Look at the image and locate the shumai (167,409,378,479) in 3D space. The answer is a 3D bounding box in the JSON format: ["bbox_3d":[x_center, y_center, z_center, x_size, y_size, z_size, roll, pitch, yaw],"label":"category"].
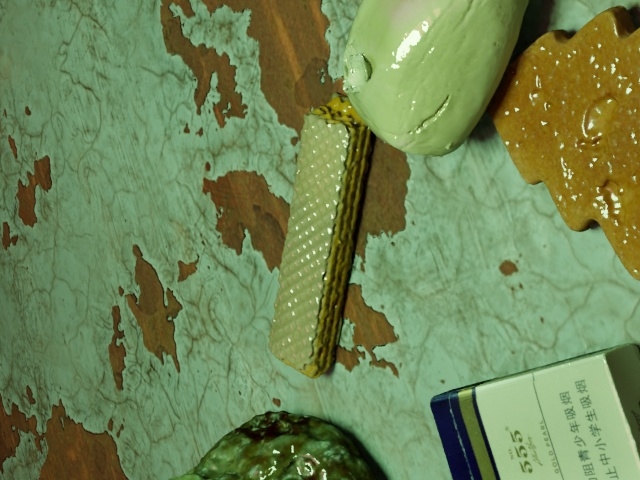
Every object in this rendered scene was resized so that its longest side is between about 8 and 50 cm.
[{"bbox_3d":[-0.121,0.421,1.372,0.395,0.348,0.394,7,100,50],"label":"shumai"}]

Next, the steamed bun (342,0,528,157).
[{"bbox_3d":[0.107,-0.214,1.110,0.170,0.153,0.238,59,137,50],"label":"steamed bun"}]

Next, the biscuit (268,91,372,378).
[{"bbox_3d":[0.000,0.000,1.366,0.094,0.054,0.378,29,118,41],"label":"biscuit"}]

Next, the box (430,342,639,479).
[{"bbox_3d":[0.246,0.221,1.126,0.259,0.071,0.168,-25,79,48],"label":"box"}]

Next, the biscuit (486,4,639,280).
[{"bbox_3d":[0.287,-0.119,1.038,0.306,0.043,0.283,28,120,45],"label":"biscuit"}]
